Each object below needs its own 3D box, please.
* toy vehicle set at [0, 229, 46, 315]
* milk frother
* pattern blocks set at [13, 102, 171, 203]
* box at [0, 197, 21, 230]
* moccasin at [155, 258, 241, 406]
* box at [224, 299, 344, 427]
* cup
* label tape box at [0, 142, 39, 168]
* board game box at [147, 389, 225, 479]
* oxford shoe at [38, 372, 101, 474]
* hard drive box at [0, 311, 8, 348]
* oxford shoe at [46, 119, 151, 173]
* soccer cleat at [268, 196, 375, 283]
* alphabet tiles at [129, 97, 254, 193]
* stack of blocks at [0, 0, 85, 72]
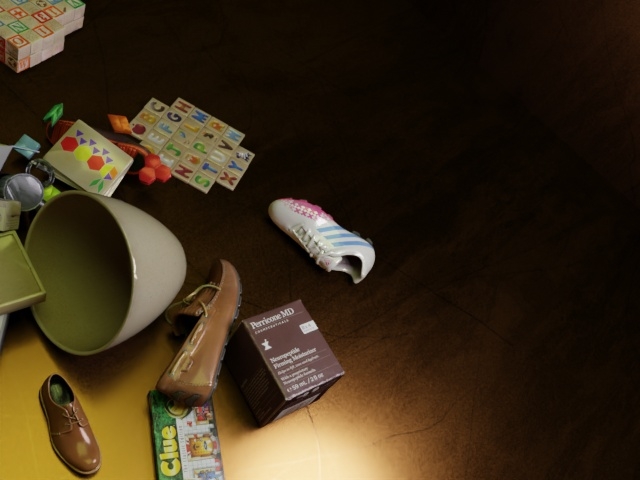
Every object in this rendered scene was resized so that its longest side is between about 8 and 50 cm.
[{"bbox_3d":[-0.697,0.085,1.228,0.267,0.035,0.166,-18,66,-38],"label":"toy vehicle set"},{"bbox_3d":[-0.664,-0.131,1.446,0.129,0.135,0.143,26,78,-42],"label":"milk frother"},{"bbox_3d":[-0.567,-0.192,1.568,0.325,0.026,0.285,44,72,0],"label":"pattern blocks set"},{"bbox_3d":[-0.800,-0.076,1.326,0.324,0.063,0.067,9,6,1],"label":"box"},{"bbox_3d":[-0.276,0.188,1.432,0.147,0.139,0.379,25,49,-14],"label":"moccasin"},{"bbox_3d":[-0.089,0.277,1.439,0.169,0.167,0.203,-17,65,-37],"label":"box"},{"bbox_3d":[-0.431,0.060,1.361,0.331,0.331,0.237,53,25,17],"label":"cup"},{"bbox_3d":[-0.820,-0.169,1.328,0.249,0.115,0.348,11,5,27],"label":"label tape box"},{"bbox_3d":[-0.276,0.431,1.316,0.136,0.030,0.259,0,56,-26],"label":"board game box"},{"bbox_3d":[-0.487,0.354,1.231,0.076,0.076,0.212,-22,70,-40],"label":"oxford shoe"},{"bbox_3d":[-0.719,0.114,1.280,0.181,0.089,0.232,11,51,-20],"label":"hard drive box"},{"bbox_3d":[-0.573,-0.245,1.657,0.272,0.096,0.098,22,18,-7],"label":"oxford shoe"},{"bbox_3d":[0.000,0.000,1.736,0.332,0.116,0.143,27,47,-7],"label":"soccer cleat"},{"bbox_3d":[-0.370,-0.280,1.826,0.343,0.011,0.285,29,47,-5],"label":"alphabet tiles"},{"bbox_3d":[-0.806,-0.611,1.795,0.171,0.087,0.297,37,47,2],"label":"stack of blocks"}]
